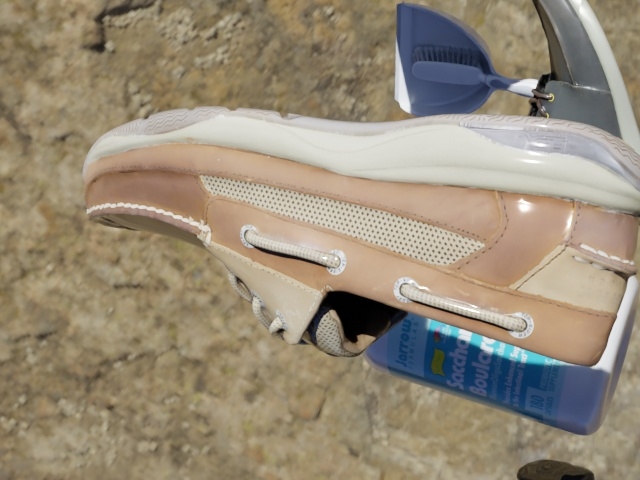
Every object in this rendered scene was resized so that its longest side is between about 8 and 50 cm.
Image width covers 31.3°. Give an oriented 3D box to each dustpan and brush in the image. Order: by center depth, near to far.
[{"bbox_3d":[0.185,-0.202,1.380,0.211,0.060,0.147,10,126,16],"label":"dustpan and brush"}]

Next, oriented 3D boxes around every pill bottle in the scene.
[{"bbox_3d":[0.132,0.065,0.998,0.264,0.146,0.146,15,125,20],"label":"pill bottle"}]

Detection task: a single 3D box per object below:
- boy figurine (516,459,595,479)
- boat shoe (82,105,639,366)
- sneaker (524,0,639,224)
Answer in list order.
[{"bbox_3d":[0.224,0.360,1.081,0.092,0.177,0.285,1,109,50],"label":"boy figurine"},{"bbox_3d":[0.000,0.000,0.571,0.324,0.123,0.116,5,87,37],"label":"boat shoe"},{"bbox_3d":[0.181,-0.098,0.903,0.118,0.083,0.222,-21,101,11],"label":"sneaker"}]
